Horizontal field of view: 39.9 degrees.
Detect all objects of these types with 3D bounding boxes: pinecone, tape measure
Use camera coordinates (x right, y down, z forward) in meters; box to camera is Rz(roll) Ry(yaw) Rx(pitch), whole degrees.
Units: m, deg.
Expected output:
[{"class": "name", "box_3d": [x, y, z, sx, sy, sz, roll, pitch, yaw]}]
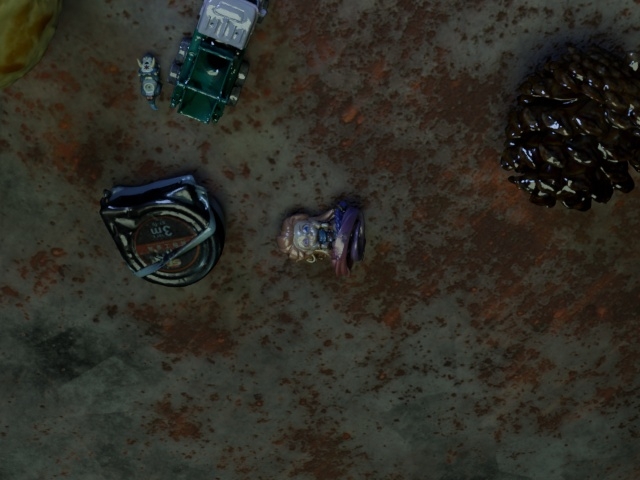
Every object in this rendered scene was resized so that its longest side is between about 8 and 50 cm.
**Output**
[{"class": "pinecone", "box_3d": [0.381, -0.161, 1.283, 0.224, 0.224, 0.272, 24, 129, -15]}, {"class": "tape measure", "box_3d": [-0.247, -0.015, 1.452, 0.182, 0.107, 0.181, -9, 121, 7]}]

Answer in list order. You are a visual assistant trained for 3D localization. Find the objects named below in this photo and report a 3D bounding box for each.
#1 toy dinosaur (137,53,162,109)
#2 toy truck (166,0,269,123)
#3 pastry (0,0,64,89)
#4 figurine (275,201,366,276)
[{"class": "toy dinosaur", "box_3d": [-0.257, -0.240, 1.333, 0.031, 0.047, 0.083, -2, 123, 0]}, {"class": "toy truck", "box_3d": [-0.151, -0.266, 1.273, 0.110, 0.116, 0.216, 20, 122, -12]}, {"class": "pastry", "box_3d": [-0.520, -0.346, 1.101, 0.389, 0.312, 0.388, 2, 124, 3]}, {"class": "figurine", "box_3d": [0.008, 0.000, 1.469, 0.157, 0.114, 0.126, -2, 91, 34]}]
